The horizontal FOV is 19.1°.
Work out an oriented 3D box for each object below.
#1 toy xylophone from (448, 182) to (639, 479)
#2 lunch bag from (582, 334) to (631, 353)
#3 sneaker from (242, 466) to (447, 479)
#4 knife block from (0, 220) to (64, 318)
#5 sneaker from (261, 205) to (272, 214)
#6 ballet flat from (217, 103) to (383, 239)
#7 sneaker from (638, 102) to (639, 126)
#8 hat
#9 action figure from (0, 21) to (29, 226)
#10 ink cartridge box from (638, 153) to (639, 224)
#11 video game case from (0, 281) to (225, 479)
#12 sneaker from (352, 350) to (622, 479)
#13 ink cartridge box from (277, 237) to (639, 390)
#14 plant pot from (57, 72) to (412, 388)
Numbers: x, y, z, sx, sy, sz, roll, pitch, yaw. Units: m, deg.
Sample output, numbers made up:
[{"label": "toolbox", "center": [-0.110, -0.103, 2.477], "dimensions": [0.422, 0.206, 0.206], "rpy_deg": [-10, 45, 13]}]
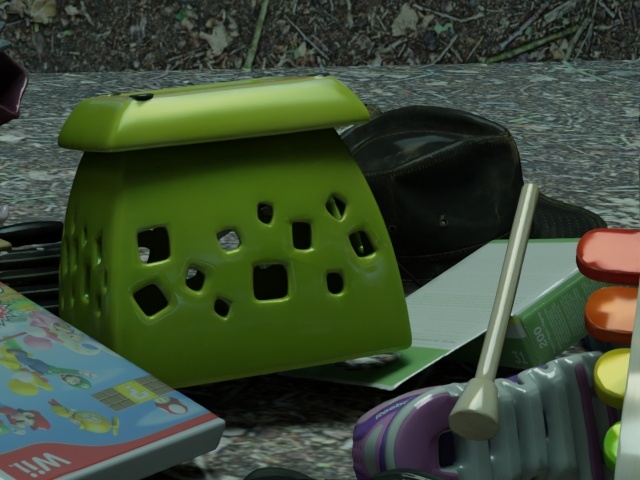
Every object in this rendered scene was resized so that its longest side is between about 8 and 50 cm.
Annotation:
[{"label": "toy xylophone", "center": [0.211, 0.065, 1.105], "dimensions": [0.236, 0.081, 0.322], "rpy_deg": [11, 48, 18]}, {"label": "lunch bag", "center": [0.325, 0.056, 1.546], "dimensions": [0.219, 0.090, 0.176], "rpy_deg": [0, 17, -3]}, {"label": "sneaker", "center": [-0.009, 0.162, 1.081], "dimensions": [0.170, 0.051, 0.089], "rpy_deg": [1, 11, 21]}, {"label": "knife block", "center": [-0.317, 0.037, 1.535], "dimensions": [0.276, 0.088, 0.242], "rpy_deg": [3, 11, 8]}, {"label": "sneaker", "center": [0.000, 0.000, 1.876], "dimensions": [0.161, 0.057, 0.075], "rpy_deg": [8, 30, 20]}, {"label": "ballet flat", "center": [-0.045, -0.073, 1.874], "dimensions": [0.250, 0.058, 0.084], "rpy_deg": [-35, 2, -16]}, {"label": "sneaker", "center": [0.385, -0.069, 1.376], "dimensions": [0.330, 0.130, 0.147], "rpy_deg": [20, -28, 3]}, {"label": "hat", "center": [0.099, -0.048, 1.755], "dimensions": [0.331, 0.134, 0.331], "rpy_deg": [-2, 25, 1]}, {"label": "action figure", "center": [-0.392, -0.049, 1.577], "dimensions": [0.248, 0.370, 0.276], "rpy_deg": [34, 46, -7]}, {"label": "ink cartridge box", "center": [0.322, -0.012, 1.273], "dimensions": [0.212, 0.154, 0.093], "rpy_deg": [4, 35, 16]}, {"label": "video game case", "center": [-0.228, 0.078, 1.214], "dimensions": [0.285, 0.025, 0.204], "rpy_deg": [29, 22, 25]}, {"label": "sneaker", "center": [0.116, 0.123, 1.207], "dimensions": [0.236, 0.095, 0.104], "rpy_deg": [-3, -4, -34]}, {"label": "ink cartridge box", "center": [0.107, 0.071, 1.458], "dimensions": [0.235, 0.056, 0.171], "rpy_deg": [-33, 16, -27]}, {"label": "plant pot", "center": [-0.078, -0.014, 1.417], "dimensions": [0.227, 0.207, 0.228], "rpy_deg": [-8, 7, -18]}]
